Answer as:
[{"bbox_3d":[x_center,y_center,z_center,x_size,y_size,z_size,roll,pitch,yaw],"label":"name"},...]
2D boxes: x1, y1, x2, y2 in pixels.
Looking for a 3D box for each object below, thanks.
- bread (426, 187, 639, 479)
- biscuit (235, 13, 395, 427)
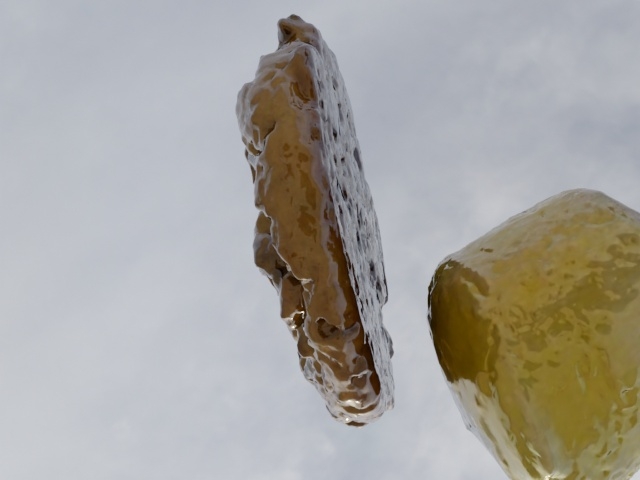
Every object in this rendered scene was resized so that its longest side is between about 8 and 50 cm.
[{"bbox_3d":[0.164,0.074,0.495,0.170,0.197,0.197,-36,-103,6],"label":"bread"},{"bbox_3d":[-0.001,-0.004,0.565,0.081,0.334,0.289,-11,-109,7],"label":"biscuit"}]
